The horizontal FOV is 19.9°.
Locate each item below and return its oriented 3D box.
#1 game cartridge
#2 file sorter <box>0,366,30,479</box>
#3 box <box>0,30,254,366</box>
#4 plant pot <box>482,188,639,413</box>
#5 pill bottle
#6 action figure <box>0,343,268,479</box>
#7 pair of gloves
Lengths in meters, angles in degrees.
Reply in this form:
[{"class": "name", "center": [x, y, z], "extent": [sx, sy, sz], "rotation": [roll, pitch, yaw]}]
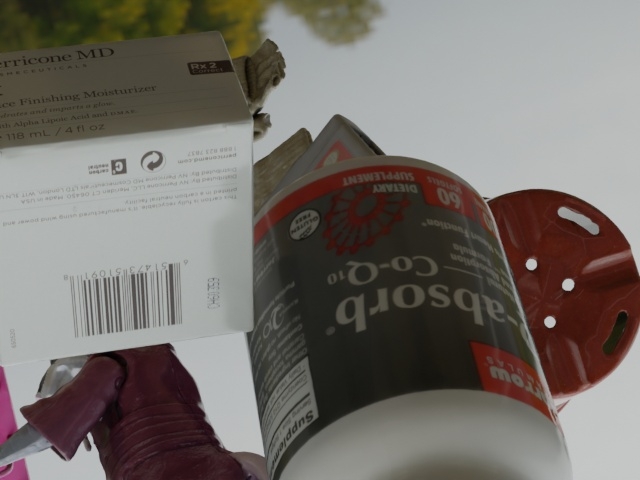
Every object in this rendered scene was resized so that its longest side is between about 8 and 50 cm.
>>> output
[{"class": "game cartridge", "center": [0.000, 0.000, 1.676], "extent": [0.196, 0.060, 0.294], "rotation": [-56, -161, 7]}, {"class": "file sorter", "center": [-0.459, 0.273, 2.160], "extent": [0.202, 0.290, 0.182], "rotation": [-12, -169, -5]}, {"class": "box", "center": [-0.141, -0.029, 1.229], "extent": [0.181, 0.182, 0.119], "rotation": [-8, -142, -11]}, {"class": "plant pot", "center": [0.188, 0.067, 1.833], "extent": [0.272, 0.272, 0.265], "rotation": [-16, 175, -12]}, {"class": "pill bottle", "center": [0.061, 0.128, 1.301], "extent": [0.210, 0.210, 0.363], "rotation": [-14, -135, 1]}, {"class": "action figure", "center": [-0.129, 0.179, 1.484], "extent": [0.248, 0.370, 0.276], "rotation": [11, 130, -50]}, {"class": "pair of gloves", "center": [-0.091, -0.087, 1.981], "extent": [0.204, 0.240, 0.042], "rotation": [-42, 138, 24]}]
